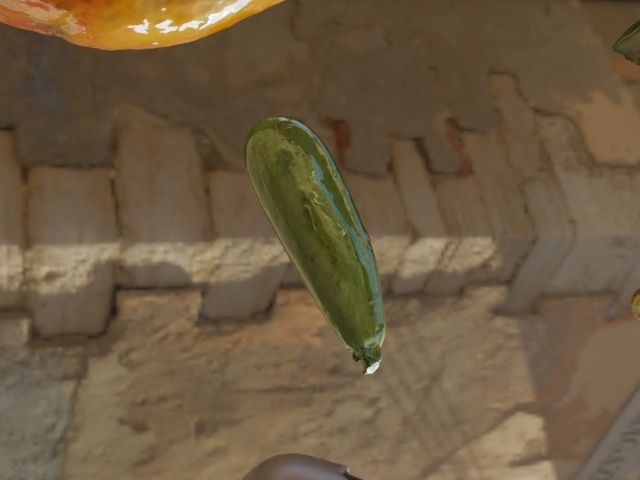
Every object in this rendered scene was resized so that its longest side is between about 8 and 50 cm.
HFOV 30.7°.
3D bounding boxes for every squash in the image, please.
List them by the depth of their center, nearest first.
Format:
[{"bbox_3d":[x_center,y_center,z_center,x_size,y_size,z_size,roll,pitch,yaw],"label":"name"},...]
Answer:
[{"bbox_3d":[0.007,-0.004,1.528,0.370,0.118,0.118,63,-24,17],"label":"squash"}]

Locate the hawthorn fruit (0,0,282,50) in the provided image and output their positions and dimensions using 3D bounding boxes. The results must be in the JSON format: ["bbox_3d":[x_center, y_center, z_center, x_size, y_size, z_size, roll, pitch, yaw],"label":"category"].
[{"bbox_3d":[-0.141,-0.299,0.733,0.403,0.403,0.402,179,-90,-74],"label":"hawthorn fruit"}]

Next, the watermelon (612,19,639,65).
[{"bbox_3d":[0.459,-0.209,1.303,0.063,0.245,0.119,-74,-179,-57],"label":"watermelon"}]

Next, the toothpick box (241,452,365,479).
[{"bbox_3d":[0.030,0.306,0.949,0.229,0.317,0.228,14,90,-78],"label":"toothpick box"}]

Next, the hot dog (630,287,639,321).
[{"bbox_3d":[0.505,0.090,1.711,0.286,0.088,0.061,14,61,-72],"label":"hot dog"}]
